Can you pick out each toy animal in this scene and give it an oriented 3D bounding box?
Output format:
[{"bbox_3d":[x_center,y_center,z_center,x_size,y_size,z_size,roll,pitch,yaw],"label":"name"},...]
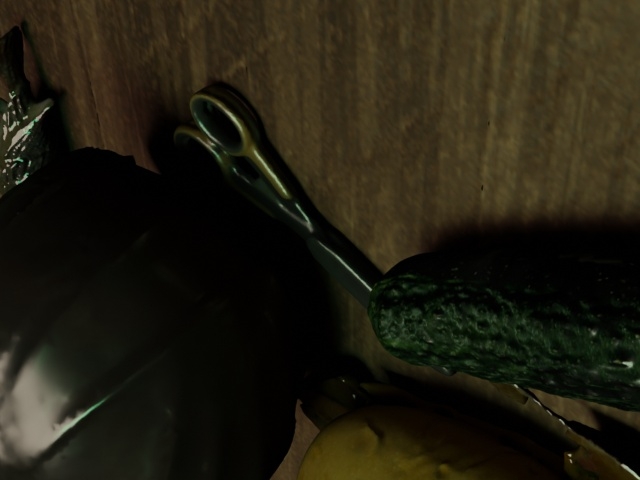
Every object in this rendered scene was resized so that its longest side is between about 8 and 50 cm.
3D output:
[{"bbox_3d":[-0.207,-0.057,1.215,0.105,0.070,0.202,2,127,32],"label":"toy animal"}]

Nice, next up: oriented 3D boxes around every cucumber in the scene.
[{"bbox_3d":[0.100,0.036,0.863,0.241,0.074,0.074,5,131,56],"label":"cucumber"}]

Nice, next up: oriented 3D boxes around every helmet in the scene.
[{"bbox_3d":[-0.103,0.096,1.090,0.177,0.225,0.305,18,135,31],"label":"helmet"}]

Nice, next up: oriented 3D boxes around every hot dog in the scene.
[{"bbox_3d":[0.076,0.167,1.022,0.194,0.107,0.326,51,155,-15],"label":"hot dog"}]

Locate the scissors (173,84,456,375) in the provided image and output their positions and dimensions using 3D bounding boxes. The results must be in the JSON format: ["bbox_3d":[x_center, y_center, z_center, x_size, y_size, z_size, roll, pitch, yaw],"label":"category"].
[{"bbox_3d":[0.000,0.000,1.029,0.220,0.017,0.088,45,151,5],"label":"scissors"}]
